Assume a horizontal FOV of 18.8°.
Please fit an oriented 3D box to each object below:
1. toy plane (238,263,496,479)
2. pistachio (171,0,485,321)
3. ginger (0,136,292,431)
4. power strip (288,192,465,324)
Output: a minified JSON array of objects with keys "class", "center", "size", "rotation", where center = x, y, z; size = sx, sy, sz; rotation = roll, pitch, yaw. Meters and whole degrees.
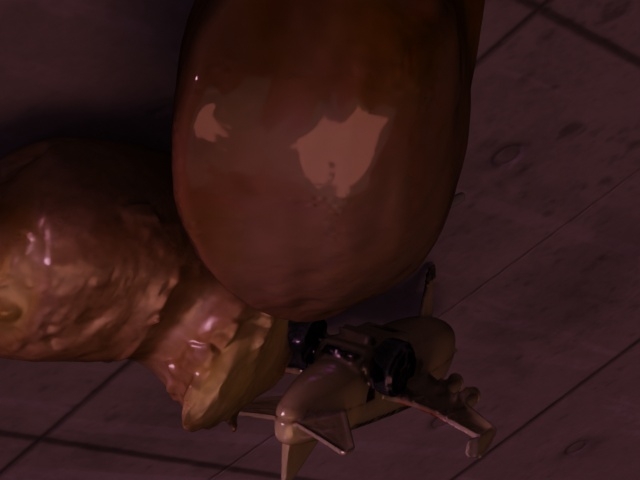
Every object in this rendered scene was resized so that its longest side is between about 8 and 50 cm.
[{"class":"toy plane","center":[0.033,0.098,1.394],"size":[0.256,0.242,0.104],"rotation":[-34,130,-51]},{"class":"pistachio","center":[0.000,-0.056,1.080],"size":[0.213,0.163,0.260],"rotation":[-24,133,-29]},{"class":"ginger","center":[-0.117,0.017,1.161],"size":[0.267,0.152,0.138],"rotation":[21,128,-27]},{"class":"power strip","center":[0.000,0.000,1.317],"size":[0.216,0.044,0.137],"rotation":[-21,150,-6]}]
